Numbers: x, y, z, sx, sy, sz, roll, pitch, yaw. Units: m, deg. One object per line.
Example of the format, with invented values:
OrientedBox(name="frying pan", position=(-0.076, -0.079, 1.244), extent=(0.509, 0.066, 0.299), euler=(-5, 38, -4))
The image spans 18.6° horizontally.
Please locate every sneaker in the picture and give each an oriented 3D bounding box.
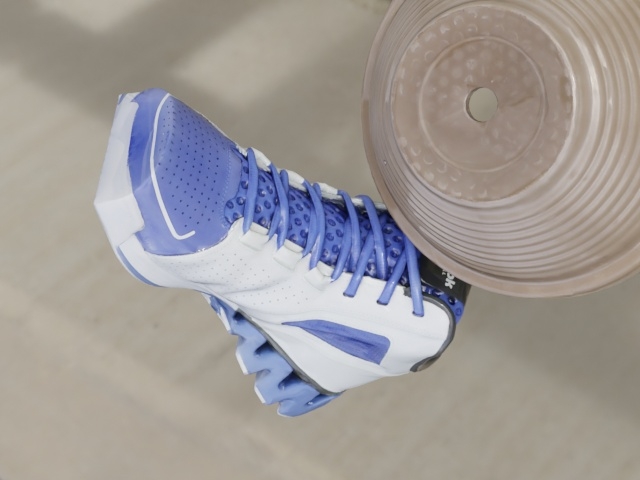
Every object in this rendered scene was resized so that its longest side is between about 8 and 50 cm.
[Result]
OrientedBox(name="sneaker", position=(0.001, 0.001, 1.305), extent=(0.182, 0.127, 0.315), euler=(-12, 143, 25))

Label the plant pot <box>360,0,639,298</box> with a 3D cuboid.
OrientedBox(name="plant pot", position=(0.119, -0.080, 1.178), extent=(0.237, 0.110, 0.237), euler=(1, 92, 26))
